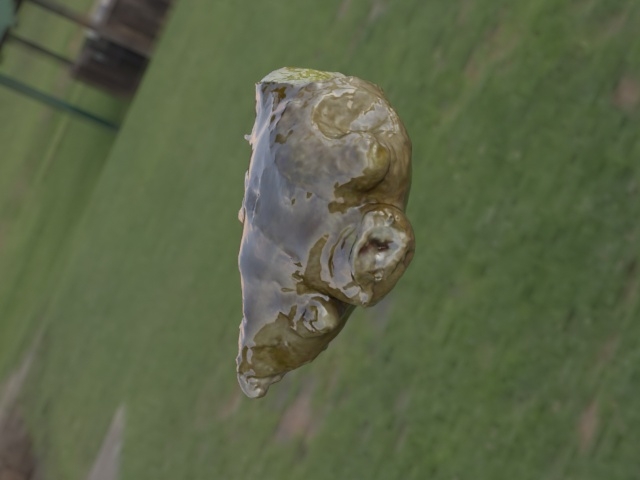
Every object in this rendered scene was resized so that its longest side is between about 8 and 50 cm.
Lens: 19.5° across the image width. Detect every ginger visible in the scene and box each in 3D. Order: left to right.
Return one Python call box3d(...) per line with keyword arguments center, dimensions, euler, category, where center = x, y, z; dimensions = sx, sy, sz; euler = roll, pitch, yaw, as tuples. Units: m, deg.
box3d(center=(0.000, 0.000, 1.479), dimensions=(0.219, 0.123, 0.270), euler=(31, 120, 59), category="ginger")
